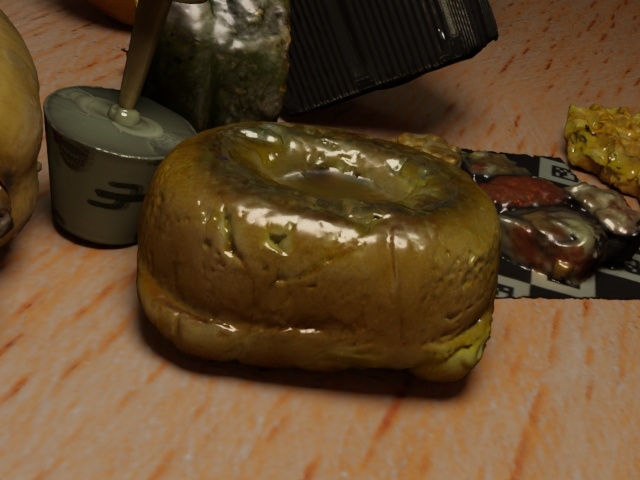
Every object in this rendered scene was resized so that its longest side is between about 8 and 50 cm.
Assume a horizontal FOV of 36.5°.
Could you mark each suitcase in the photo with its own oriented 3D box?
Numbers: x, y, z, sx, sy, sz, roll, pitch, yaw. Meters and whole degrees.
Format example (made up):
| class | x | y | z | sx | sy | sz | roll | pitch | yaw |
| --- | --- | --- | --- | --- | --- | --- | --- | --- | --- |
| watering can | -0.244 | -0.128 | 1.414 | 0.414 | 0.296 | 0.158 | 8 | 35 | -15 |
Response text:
| class | x | y | z | sx | sy | sz | roll | pitch | yaw |
| --- | --- | --- | --- | --- | --- | --- | --- | --- | --- |
| suitcase | 0.020 | -0.315 | 0.993 | 0.229 | 0.335 | 0.152 | -14 | 10 | 31 |

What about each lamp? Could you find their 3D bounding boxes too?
| class | x | y | z | sx | sy | sz | roll | pitch | yaw |
| --- | --- | --- | --- | --- | --- | --- | --- | --- | --- |
| lamp | -0.144 | -0.106 | 0.731 | 0.121 | 0.215 | 0.121 | 17 | 28 | -9 |

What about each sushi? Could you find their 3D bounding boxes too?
| class | x | y | z | sx | sy | sz | roll | pitch | yaw |
| --- | --- | --- | --- | --- | --- | --- | --- | --- | --- |
| sushi | 0.165 | -0.051 | 0.922 | 0.293 | 0.059 | 0.292 | 2 | 31 | -17 |

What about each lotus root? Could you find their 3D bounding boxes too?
| class | x | y | z | sx | sy | sz | roll | pitch | yaw |
| --- | --- | --- | --- | --- | --- | --- | --- | --- | --- |
| lotus root | -0.278 | -0.085 | 0.696 | 0.151 | 0.169 | 0.343 | -3 | 33 | -23 |

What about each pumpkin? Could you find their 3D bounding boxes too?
| class | x | y | z | sx | sy | sz | roll | pitch | yaw |
| --- | --- | --- | --- | --- | --- | --- | --- | --- | --- |
| pumpkin | -0.118 | -0.190 | 0.917 | 0.139 | 0.190 | 0.280 | 2 | 31 | -15 |

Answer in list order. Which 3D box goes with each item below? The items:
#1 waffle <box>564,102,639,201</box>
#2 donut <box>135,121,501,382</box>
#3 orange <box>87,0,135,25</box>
| class | x | y | z | sx | sy | sz | roll | pitch | yaw |
| --- | --- | --- | --- | --- | --- | --- | --- | --- | --- |
| waffle | 0.374 | -0.084 | 1.060 | 0.253 | 0.056 | 0.249 | 31 | 34 | 25 |
| donut | 0.000 | 0.000 | 0.701 | 0.261 | 0.128 | 0.208 | 6 | 29 | -9 |
| orange | -0.188 | -0.376 | 1.145 | 0.264 | 0.264 | 0.264 | 9 | 30 | -6 |
